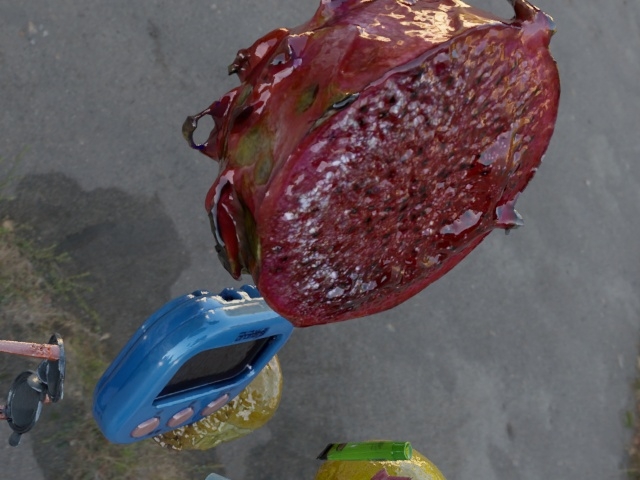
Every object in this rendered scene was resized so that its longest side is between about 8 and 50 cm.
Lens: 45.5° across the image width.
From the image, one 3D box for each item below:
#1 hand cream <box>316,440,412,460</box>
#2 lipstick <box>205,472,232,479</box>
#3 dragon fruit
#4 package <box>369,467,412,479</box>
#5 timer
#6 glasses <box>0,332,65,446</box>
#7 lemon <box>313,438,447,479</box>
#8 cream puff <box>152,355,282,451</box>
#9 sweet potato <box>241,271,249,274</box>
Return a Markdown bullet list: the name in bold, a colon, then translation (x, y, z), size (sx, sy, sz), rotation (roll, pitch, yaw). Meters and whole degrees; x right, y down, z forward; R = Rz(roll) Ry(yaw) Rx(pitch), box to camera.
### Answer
- **hand cream**: translation (0.054, 0.258, 0.933), size (0.036, 0.121, 0.023), rotation (-34, 110, -56)
- **lipstick**: translation (-0.174, 0.664, 1.921), size (0.068, 0.274, 0.061), rotation (-15, 116, -58)
- **dragon fruit**: translation (0.046, -0.108, 0.782), size (0.370, 0.386, 0.249), rotation (12, 32, -51)
- **package**: translation (0.092, 0.352, 1.083), size (0.059, 0.083, 0.029), rotation (-42, 103, -25)
- **timer**: translation (-0.210, 0.202, 1.291), size (0.115, 0.309, 0.340), rotation (50, 25, 21)
- **glasses**: translation (-0.518, 0.206, 1.099), size (0.268, 0.234, 0.118), rotation (13, 51, -36)
- **lemon**: translation (0.125, 0.558, 1.510), size (0.336, 0.336, 0.336), rotation (19, 62, -38)
- **cream puff**: translation (-0.267, 0.314, 1.699), size (0.231, 0.342, 0.327), rotation (25, 82, -54)
- **sweet potato**: translation (0.003, 0.000, 1.099), size (0.075, 0.269, 0.075), rotation (60, 10, -18)
